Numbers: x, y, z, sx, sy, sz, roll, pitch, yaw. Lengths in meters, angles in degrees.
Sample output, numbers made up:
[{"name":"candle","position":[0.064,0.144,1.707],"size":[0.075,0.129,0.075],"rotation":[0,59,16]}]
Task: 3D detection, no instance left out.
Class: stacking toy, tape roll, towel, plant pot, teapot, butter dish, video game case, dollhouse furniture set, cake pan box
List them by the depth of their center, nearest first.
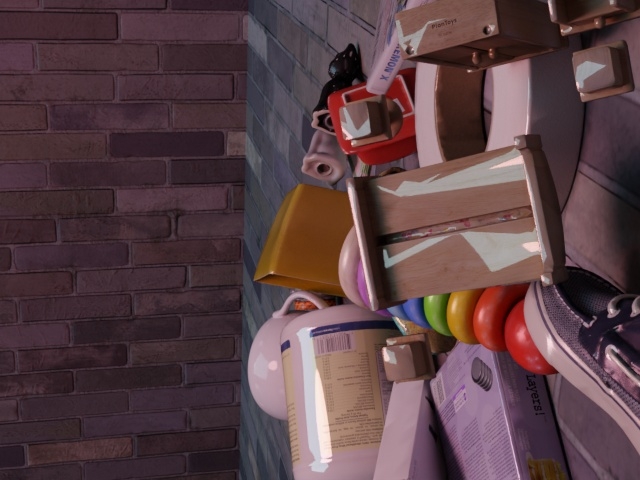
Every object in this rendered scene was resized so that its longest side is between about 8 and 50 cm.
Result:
[{"name":"dollhouse furniture set","position":[0.201,-0.058,0.970],"size":[0.303,0.173,0.356],"rotation":[-10,89,34]},{"name":"stacking toy","position":[0.174,0.068,1.170],"size":[0.330,0.141,0.141],"rotation":[27,122,45]},{"name":"tape roll","position":[0.210,-0.177,1.241],"size":[0.392,0.072,0.392],"rotation":[177,90,-77]},{"name":"cake pan box","position":[0.221,0.253,1.276],"size":[0.267,0.070,0.246],"rotation":[109,157,-58]},{"name":"video game case","position":[0.139,-0.416,1.399],"size":[0.300,0.036,0.329],"rotation":[121,162,-67]},{"name":"butter dish","position":[0.107,-0.179,1.586],"size":[0.118,0.160,0.160],"rotation":[68,-174,-46]},{"name":"towel","position":[0.079,-0.190,1.919],"size":[0.152,0.023,0.113],"rotation":[100,161,-44]},{"name":"plant pot","position":[0.000,0.000,1.937],"size":[0.212,0.212,0.187],"rotation":[151,129,-76]},{"name":"teapot","position":[-0.017,0.261,2.057],"size":[0.187,0.256,0.253],"rotation":[2,68,37]}]

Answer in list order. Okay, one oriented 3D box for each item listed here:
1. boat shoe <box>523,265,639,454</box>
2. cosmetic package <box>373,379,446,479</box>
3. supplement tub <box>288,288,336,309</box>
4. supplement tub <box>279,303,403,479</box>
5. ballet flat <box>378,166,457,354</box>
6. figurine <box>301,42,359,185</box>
[{"name":"boat shoe","position":[0.297,0.080,0.834],"size":[0.340,0.127,0.158],"rotation":[-123,39,-52]},{"name":"cosmetic package","position":[0.134,0.295,1.379],"size":[0.099,0.060,0.239],"rotation":[58,-156,-19]},{"name":"supplement tub","position":[-0.015,0.055,2.163],"size":[0.117,0.117,0.191],"rotation":[174,94,-77]},{"name":"supplement tub","position":[0.062,0.284,1.597],"size":[0.235,0.235,0.325],"rotation":[121,145,-67]},{"name":"ballet flat","position":[0.141,0.014,1.506],"size":[0.349,0.123,0.123],"rotation":[-106,19,-46]},{"name":"figurine","position":[0.031,-0.252,1.961],"size":[0.215,0.092,0.209],"rotation":[105,177,-51]}]
